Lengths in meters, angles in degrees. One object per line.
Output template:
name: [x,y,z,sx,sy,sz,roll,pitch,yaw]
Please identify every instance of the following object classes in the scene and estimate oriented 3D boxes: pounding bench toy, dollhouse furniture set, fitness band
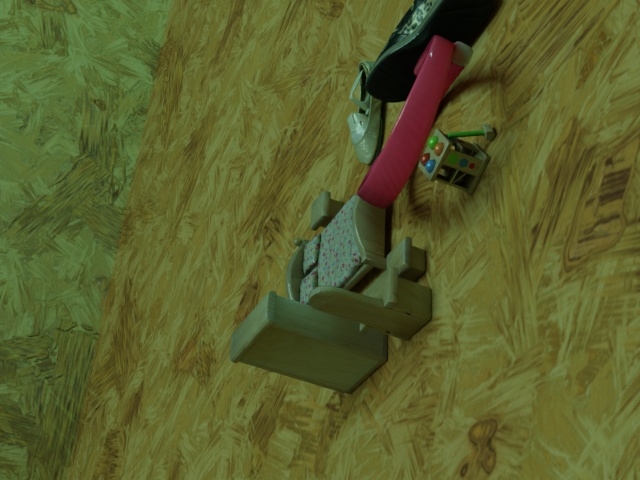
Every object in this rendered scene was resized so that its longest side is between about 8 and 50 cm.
pounding bench toy: [0.163,-0.109,1.502,0.083,0.065,0.052,-65,21,17]
dollhouse furniture set: [0.000,0.000,1.673,0.303,0.174,0.355,-47,31,47]
fitness band: [0.113,-0.141,1.550,0.291,0.054,0.209,116,179,-84]

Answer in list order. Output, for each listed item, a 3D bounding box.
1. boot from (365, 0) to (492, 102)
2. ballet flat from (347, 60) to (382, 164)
boot: [0.147,-0.311,1.699,0.236,0.085,0.178,-46,29,41]
ballet flat: [0.063,-0.188,1.845,0.057,0.052,0.168,-36,41,57]
